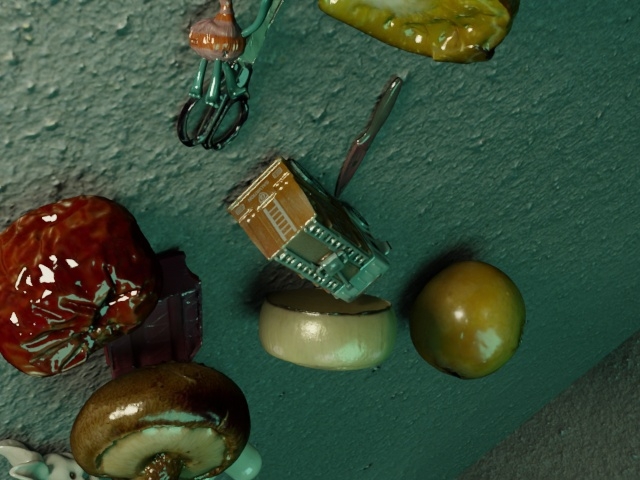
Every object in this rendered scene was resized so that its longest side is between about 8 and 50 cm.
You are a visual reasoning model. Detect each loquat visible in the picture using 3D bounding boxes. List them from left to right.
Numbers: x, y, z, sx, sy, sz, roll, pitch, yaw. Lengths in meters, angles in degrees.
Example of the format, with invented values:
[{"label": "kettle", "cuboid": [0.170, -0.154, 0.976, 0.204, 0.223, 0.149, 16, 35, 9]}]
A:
[{"label": "loquat", "cuboid": [0.323, 0.169, 1.789, 0.263, 0.263, 0.263, -25, 143, -20]}]

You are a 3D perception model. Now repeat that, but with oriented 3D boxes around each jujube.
[{"label": "jujube", "cuboid": [-0.331, 0.057, 1.087, 0.232, 0.213, 0.213, -30, 145, -4]}]

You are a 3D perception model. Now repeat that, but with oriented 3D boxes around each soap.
[{"label": "soap", "cuboid": [-0.276, 0.149, 1.319, 0.162, 0.099, 0.250, -20, 141, -25]}]

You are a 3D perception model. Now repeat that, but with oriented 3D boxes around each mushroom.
[{"label": "mushroom", "cuboid": [-0.253, 0.306, 1.306, 0.297, 0.163, 0.278, 27, 107, -42]}]

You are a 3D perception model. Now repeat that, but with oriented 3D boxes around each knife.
[{"label": "knife", "cuboid": [0.075, -0.165, 1.358, 0.035, 0.018, 0.247, -6, 135, -43]}]

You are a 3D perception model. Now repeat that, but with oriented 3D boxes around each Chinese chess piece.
[{"label": "Chinese chess piece", "cuboid": [0.013, 0.151, 1.467, 0.249, 0.249, 0.103, -4, 101, -40]}]

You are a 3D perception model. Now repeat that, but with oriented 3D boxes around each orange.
[{"label": "orange", "cuboid": [0.088, -0.367, 0.958, 0.368, 0.270, 0.211, 22, 71, -53]}]

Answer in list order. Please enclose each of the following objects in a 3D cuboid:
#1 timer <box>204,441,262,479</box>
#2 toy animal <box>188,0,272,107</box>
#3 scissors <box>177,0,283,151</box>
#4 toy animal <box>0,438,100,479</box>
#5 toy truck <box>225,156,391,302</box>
[{"label": "timer", "cuboid": [-0.221, 0.406, 1.543, 0.233, 0.240, 0.233, -48, -173, 8]}, {"label": "toy animal", "cuboid": [-0.113, -0.267, 0.995, 0.103, 0.100, 0.209, 9, 120, 0]}, {"label": "scissors", "cuboid": [-0.098, -0.247, 1.101, 0.109, 0.022, 0.300, 4, 127, -50]}, {"label": "toy animal", "cuboid": [-0.470, 0.405, 1.426, 0.130, 0.104, 0.221, -25, 144, -17]}, {"label": "toy truck", "cuboid": [0.000, 0.000, 1.342, 0.136, 0.162, 0.305, -43, 144, 10]}]
